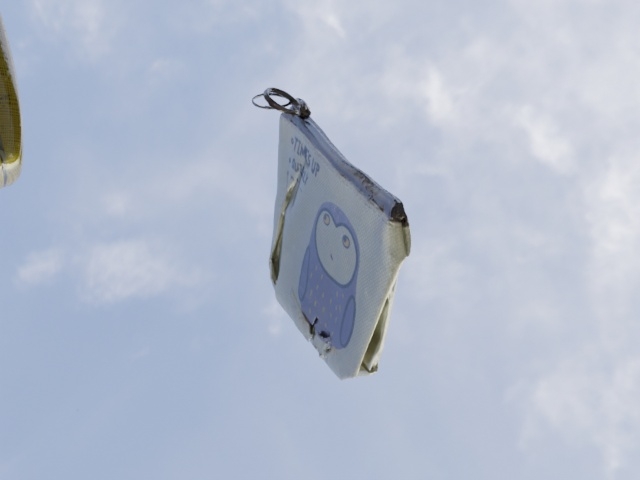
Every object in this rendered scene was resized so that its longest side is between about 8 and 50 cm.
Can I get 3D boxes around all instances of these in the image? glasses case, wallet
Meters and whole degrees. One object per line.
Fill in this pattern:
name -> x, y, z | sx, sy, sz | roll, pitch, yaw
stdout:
glasses case -> -0.297, -0.158, 0.961 | 0.064, 0.079, 0.234 | -13, -102, -19
wallet -> 0.003, -0.002, 1.307 | 0.068, 0.335, 0.274 | -10, -58, -23
